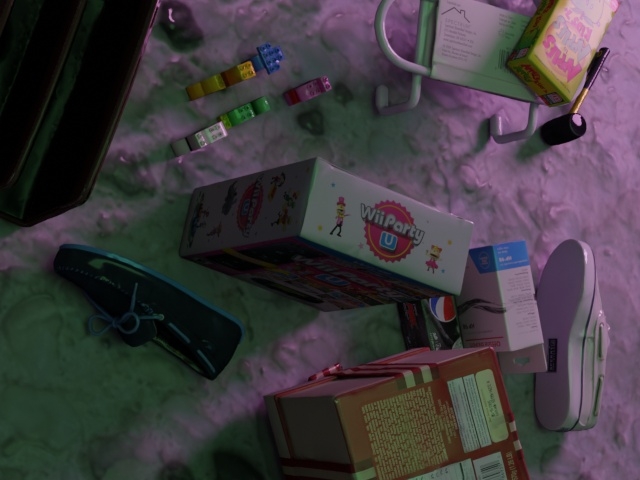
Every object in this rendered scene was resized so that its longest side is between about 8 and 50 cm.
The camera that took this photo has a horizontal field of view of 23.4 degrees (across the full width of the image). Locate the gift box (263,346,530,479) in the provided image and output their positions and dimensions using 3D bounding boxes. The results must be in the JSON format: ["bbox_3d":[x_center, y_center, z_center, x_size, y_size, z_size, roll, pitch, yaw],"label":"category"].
[{"bbox_3d":[0.107,0.269,1.884,0.276,0.258,0.255,-10,89,-24],"label":"gift box"}]

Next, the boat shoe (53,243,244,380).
[{"bbox_3d":[-0.202,0.087,1.814,0.258,0.109,0.089,28,74,-23],"label":"boat shoe"}]

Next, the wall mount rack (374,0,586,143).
[{"bbox_3d":[0.196,-0.301,2.099,0.350,0.130,0.304,11,81,-31],"label":"wall mount rack"}]

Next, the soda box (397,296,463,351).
[{"bbox_3d":[0.140,0.088,2.045,0.053,0.060,0.169,-13,90,-33],"label":"soda box"}]

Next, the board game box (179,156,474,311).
[{"bbox_3d":[0.000,0.000,1.829,0.224,0.303,0.097,21,73,-27],"label":"board game box"}]

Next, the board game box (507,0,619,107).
[{"bbox_3d":[0.329,-0.279,2.077,0.092,0.043,0.181,42,62,-25],"label":"board game box"}]

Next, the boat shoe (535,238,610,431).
[{"bbox_3d":[0.362,0.134,2.156,0.088,0.096,0.267,7,81,-34],"label":"boat shoe"}]

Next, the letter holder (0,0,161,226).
[{"bbox_3d":[-0.308,-0.190,1.720,0.152,0.214,0.302,25,72,-26],"label":"letter holder"}]

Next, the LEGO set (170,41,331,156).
[{"bbox_3d":[-0.085,-0.190,1.925,0.227,0.093,0.087,-29,99,-31],"label":"LEGO set"}]

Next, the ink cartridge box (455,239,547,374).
[{"bbox_3d":[0.238,0.095,2.078,0.060,0.104,0.180,-9,88,-32],"label":"ink cartridge box"}]

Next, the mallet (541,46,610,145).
[{"bbox_3d":[0.374,-0.210,2.246,0.039,0.062,0.190,44,49,-20],"label":"mallet"}]
